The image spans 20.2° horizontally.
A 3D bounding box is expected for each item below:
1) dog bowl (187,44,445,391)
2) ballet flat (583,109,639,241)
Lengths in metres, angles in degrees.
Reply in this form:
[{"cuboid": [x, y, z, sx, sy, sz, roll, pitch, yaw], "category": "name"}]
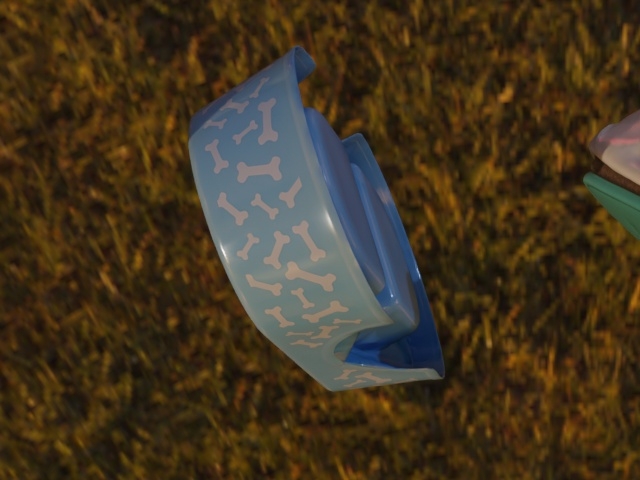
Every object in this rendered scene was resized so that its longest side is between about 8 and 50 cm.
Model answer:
[{"cuboid": [0.000, 0.000, 1.067, 0.074, 0.297, 0.166, -19, 69, 8], "category": "dog bowl"}, {"cuboid": [0.272, 0.000, 0.928, 0.139, 0.139, 0.400, -28, 30, -7], "category": "ballet flat"}]
